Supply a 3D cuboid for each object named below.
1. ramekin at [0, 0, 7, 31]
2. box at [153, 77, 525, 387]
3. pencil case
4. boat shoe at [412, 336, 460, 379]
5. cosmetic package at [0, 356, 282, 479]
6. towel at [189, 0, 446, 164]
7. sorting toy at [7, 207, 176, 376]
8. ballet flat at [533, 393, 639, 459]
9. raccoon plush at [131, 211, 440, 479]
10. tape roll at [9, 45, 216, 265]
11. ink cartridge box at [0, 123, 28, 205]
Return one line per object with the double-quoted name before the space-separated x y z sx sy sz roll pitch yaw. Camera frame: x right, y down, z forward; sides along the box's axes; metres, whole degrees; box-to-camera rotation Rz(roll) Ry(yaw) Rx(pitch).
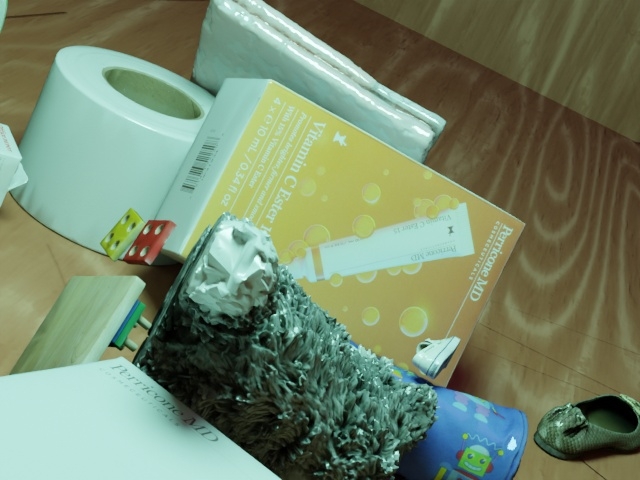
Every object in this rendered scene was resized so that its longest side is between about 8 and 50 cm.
"ramekin" -0.506 -0.271 1.983 0.148 0.303 0.303 45 26 26
"box" 0.014 -0.008 1.936 0.345 0.215 0.168 28 -4 -20
"pencil case" 0.063 0.173 1.806 0.306 0.119 0.133 25 7 -1
"boat shoe" 0.117 0.115 1.792 0.035 0.035 0.100 31 21 10
"cosmetic package" -0.223 0.218 1.275 0.217 0.156 0.385 33 21 25
"towel" -0.019 -0.150 2.128 0.317 0.053 0.332 33 -24 3
"sorting toy" -0.211 0.091 1.587 0.046 0.274 0.132 41 -23 -27
"ballet flat" 0.343 0.219 2.129 0.084 0.058 0.250 39 23 30
"raccoon plush" -0.013 0.144 1.536 0.299 0.216 0.446 28 -6 -5
"tape roll" -0.232 -0.104 2.074 0.246 0.169 0.246 22 20 -9
"ink cartridge box" -0.404 -0.086 1.929 0.143 0.090 0.092 17 22 -28
